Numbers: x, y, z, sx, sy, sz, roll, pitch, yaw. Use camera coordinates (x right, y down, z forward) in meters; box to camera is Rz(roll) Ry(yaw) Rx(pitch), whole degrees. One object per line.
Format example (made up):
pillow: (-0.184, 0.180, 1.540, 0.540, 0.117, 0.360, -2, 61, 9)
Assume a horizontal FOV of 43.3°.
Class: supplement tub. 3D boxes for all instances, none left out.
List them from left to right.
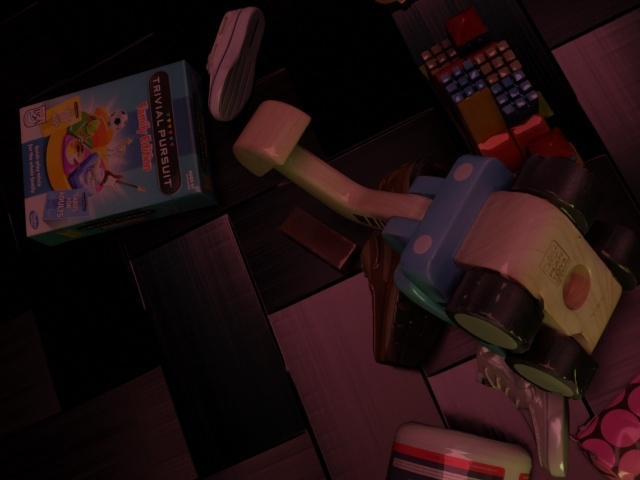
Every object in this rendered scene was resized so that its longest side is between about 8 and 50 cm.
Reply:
supplement tub: (0.171, 0.396, 1.092, 0.191, 0.191, 0.272, 9, 79, 18)

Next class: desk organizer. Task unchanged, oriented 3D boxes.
desk organizer: (0.000, 0.000, 1.318, 0.130, 0.047, 0.050, 33, 85, 21)

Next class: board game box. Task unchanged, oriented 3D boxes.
board game box: (-0.367, -0.154, 1.445, 0.336, 0.079, 0.253, -14, 73, 13)

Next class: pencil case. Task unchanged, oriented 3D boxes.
pencil case: (0.448, 0.234, 1.109, 0.209, 0.095, 0.098, -45, 54, -1)

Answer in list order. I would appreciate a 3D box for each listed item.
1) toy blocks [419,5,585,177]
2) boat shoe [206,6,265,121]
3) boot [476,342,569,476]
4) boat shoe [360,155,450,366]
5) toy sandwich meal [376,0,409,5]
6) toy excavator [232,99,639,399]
toy blocks: (0.254, -0.182, 1.175, 0.191, 0.261, 0.381, -29, 70, 8)
boat shoe: (-0.162, -0.311, 1.435, 0.076, 0.083, 0.226, 6, 66, 29)
boot: (0.289, 0.209, 1.168, 0.123, 0.095, 0.258, -7, 66, 21)
boat shoe: (0.127, 0.033, 1.248, 0.120, 0.123, 0.324, -3, 71, 47)
toy sandwich meal: (0.126, -0.444, 1.404, 0.086, 0.029, 0.085, -6, 76, 26)
toy excavator: (0.136, -0.013, 1.078, 0.445, 0.433, 0.222, 13, 68, 51)
